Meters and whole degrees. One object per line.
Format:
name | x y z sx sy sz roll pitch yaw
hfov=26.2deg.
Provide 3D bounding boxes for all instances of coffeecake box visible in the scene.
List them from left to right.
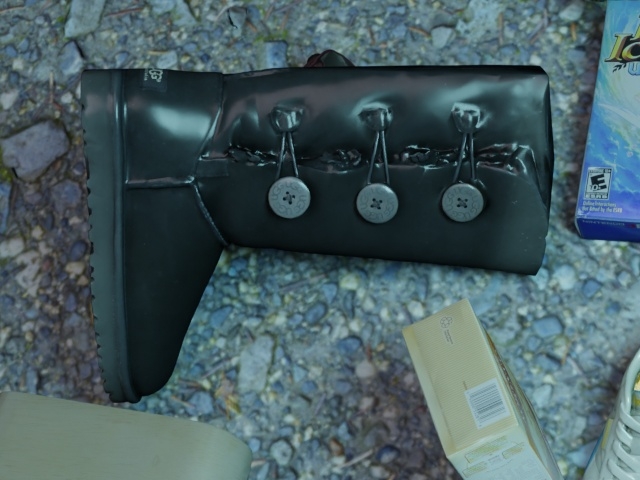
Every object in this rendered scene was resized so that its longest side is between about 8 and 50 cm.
coffeecake box | 0.151 0.164 1.207 0.068 0.185 0.142 -26 46 9

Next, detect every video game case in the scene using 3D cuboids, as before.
video game case | 0.397 -0.115 1.330 0.269 0.061 0.244 4 68 21

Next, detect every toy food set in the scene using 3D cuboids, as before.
toy food set | -0.237 0.282 1.378 0.306 0.092 0.220 6 58 20

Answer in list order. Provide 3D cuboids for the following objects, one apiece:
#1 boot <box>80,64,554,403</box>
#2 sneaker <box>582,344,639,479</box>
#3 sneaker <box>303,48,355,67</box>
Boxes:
boot | 0.000 -0.002 1.357 0.445 0.367 0.146 -1 29 -4
sneaker | 0.285 0.178 1.225 0.087 0.092 0.229 15 75 22
sneaker | -0.052 -0.129 1.481 0.281 0.106 0.163 4 64 10
